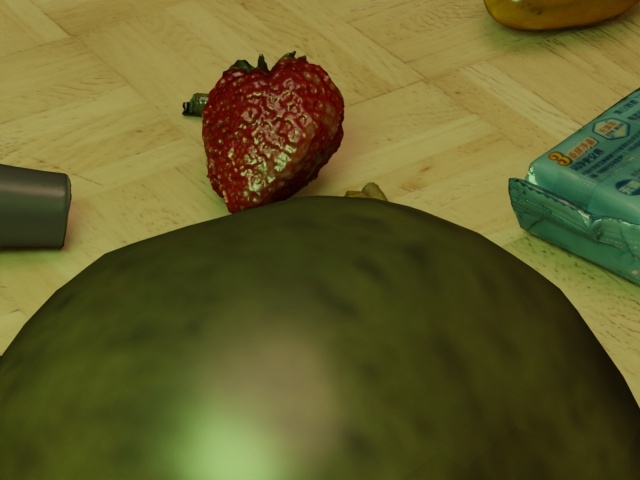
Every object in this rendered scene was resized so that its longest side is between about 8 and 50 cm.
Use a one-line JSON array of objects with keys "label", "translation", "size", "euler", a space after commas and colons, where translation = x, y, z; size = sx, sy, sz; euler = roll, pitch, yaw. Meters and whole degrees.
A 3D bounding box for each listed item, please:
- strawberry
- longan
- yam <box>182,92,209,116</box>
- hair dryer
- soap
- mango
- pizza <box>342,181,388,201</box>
[{"label": "strawberry", "translation": [-0.039, -0.086, 1.587], "size": [0.131, 0.131, 0.148], "euler": [-5, 61, -11]}, {"label": "longan", "translation": [-0.011, 0.149, 1.073], "size": [0.404, 0.336, 0.404], "euler": [2, 31, -1]}, {"label": "yam", "translation": [-0.064, -0.122, 1.707], "size": [0.129, 0.027, 0.033], "euler": [1, 35, -1]}, {"label": "hair dryer", "translation": [-0.375, -0.097, 1.600], "size": [0.301, 0.121, 0.361], "euler": [4, 30, -13]}, {"label": "soap", "translation": [0.299, -0.058, 1.601], "size": [0.156, 0.077, 0.293], "euler": [28, 42, 32]}, {"label": "mango", "translation": [0.247, -0.269, 1.875], "size": [0.217, 0.102, 0.141], "euler": [-31, 72, -34]}, {"label": "pizza", "translation": [0.000, 0.000, 1.531], "size": [0.131, 0.041, 0.178], "euler": [17, 38, 21]}]
